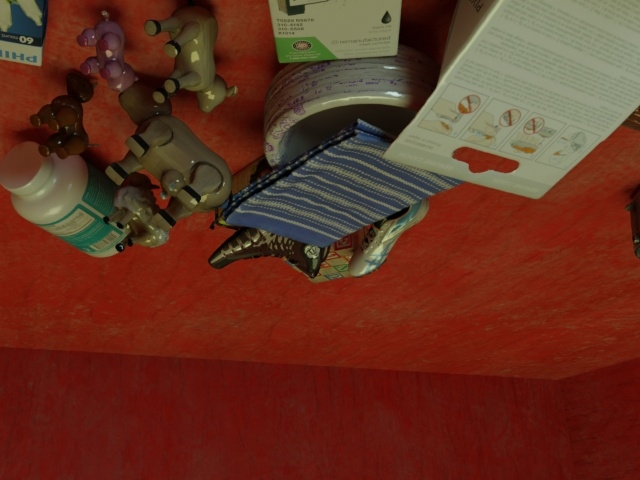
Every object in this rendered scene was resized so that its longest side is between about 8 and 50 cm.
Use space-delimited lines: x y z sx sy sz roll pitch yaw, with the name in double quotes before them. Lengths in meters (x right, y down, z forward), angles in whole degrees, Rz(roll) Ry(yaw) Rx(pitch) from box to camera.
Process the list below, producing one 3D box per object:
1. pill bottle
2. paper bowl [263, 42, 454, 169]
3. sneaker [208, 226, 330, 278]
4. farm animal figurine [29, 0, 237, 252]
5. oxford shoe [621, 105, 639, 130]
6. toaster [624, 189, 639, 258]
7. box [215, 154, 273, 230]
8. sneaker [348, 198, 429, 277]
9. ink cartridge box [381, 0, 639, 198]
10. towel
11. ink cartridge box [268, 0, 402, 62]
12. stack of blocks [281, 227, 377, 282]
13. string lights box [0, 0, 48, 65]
"pill bottle" -0.456 -0.077 1.212 0.146 0.146 0.264 -9 156 15
"paper bowl" 0.056 -0.191 0.990 0.284 0.148 0.284 -2 158 -1
"sneaker" -0.087 0.028 1.334 0.281 0.106 0.162 -31 101 26
"farm animal figurine" -0.230 -0.170 0.972 0.330 0.172 0.327 -18 111 32
"oxford shoe" 0.549 -0.242 0.937 0.140 0.146 0.397 16 176 -4
"toaster" 0.764 -0.047 1.392 0.227 0.146 0.129 -4 158 5
"box" -0.116 -0.100 1.270 0.058 0.087 0.232 15 150 -39
"sneaker" 0.129 -0.020 1.405 0.086 0.085 0.237 28 112 -30
"ink cartridge box" 0.290 -0.233 0.851 0.308 0.091 0.385 10 136 -29
"towel" 0.028 -0.068 1.045 0.243 0.040 0.336 17 151 -38
"ink cartridge box" 0.014 -0.314 0.767 0.160 0.092 0.219 -4 157 2
"stack of blocks" 0.000 0.000 1.507 0.171 0.087 0.297 -12 155 22
"string lights box" -0.378 -0.315 0.749 0.133 0.077 0.259 6 156 -21
